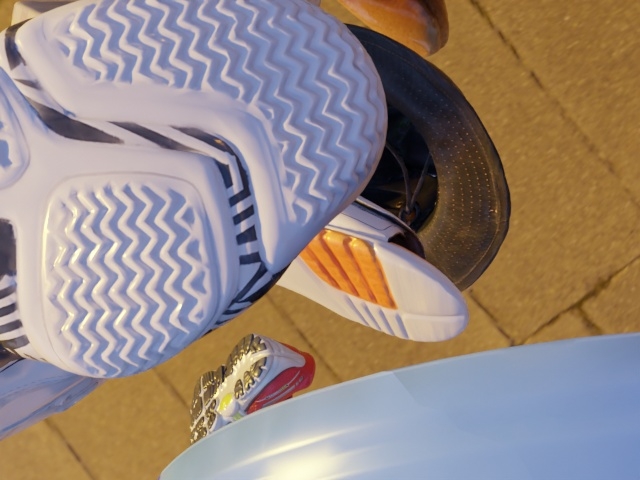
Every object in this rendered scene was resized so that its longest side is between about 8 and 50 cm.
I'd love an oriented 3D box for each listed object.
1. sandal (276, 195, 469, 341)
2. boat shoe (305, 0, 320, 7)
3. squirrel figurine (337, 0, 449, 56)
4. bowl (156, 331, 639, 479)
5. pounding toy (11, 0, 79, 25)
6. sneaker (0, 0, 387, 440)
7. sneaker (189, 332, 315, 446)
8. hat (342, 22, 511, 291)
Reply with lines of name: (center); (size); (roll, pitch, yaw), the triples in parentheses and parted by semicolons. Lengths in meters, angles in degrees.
sandal: (-0.002, -0.007, 0.967); (0.265, 0.076, 0.102); (19, 146, 22)
boat shoe: (-0.061, -0.305, 1.582); (0.079, 0.227, 0.081); (29, 117, 15)
squirrel figurine: (0.075, -0.435, 1.213); (0.397, 0.281, 0.370); (32, 159, -6)
bowl: (0.122, 0.143, 0.553); (0.391, 0.391, 0.077); (-21, 59, 34)
pounding toy: (-0.118, -0.058, 0.712); (0.100, 0.141, 0.130); (29, 117, 33)
sneaker: (-0.127, 0.006, 0.577); (0.366, 0.210, 0.137); (-29, 90, 13)
sneaker: (-0.098, 0.228, 1.780); (0.279, 0.118, 0.107); (-42, 41, 48)
hat: (0.045, -0.103, 1.197); (0.331, 0.134, 0.331); (21, 139, 19)
